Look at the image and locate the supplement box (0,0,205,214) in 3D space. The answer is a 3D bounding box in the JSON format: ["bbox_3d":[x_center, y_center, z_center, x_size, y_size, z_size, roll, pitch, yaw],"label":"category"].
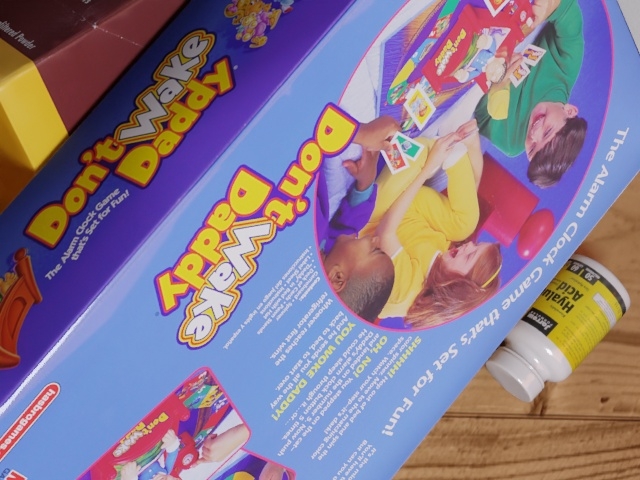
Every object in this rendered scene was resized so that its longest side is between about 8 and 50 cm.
[{"bbox_3d":[-0.072,-0.074,0.619,0.194,0.129,0.191,-38,135,-21],"label":"supplement box"}]

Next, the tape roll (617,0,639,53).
[{"bbox_3d":[0.255,-0.172,0.831,0.246,0.169,0.246,-27,130,-38],"label":"tape roll"}]

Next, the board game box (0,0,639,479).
[{"bbox_3d":[0.000,0.000,0.576,0.347,0.078,0.233,-50,138,-8],"label":"board game box"}]

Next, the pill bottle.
[{"bbox_3d":[0.187,0.072,1.009,0.116,0.065,0.065,-46,138,-14],"label":"pill bottle"}]
